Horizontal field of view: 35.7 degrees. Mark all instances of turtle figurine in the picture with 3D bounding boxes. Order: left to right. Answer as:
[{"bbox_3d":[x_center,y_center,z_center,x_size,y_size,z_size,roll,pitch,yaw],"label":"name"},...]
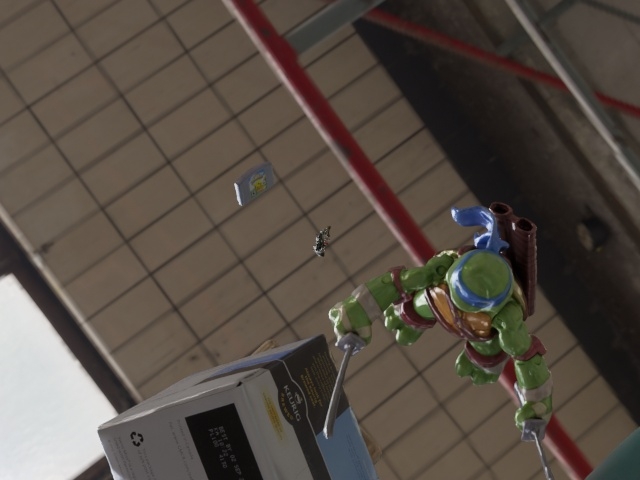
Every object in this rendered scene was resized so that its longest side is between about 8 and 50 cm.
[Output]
[{"bbox_3d":[0.108,0.112,0.914,0.266,0.198,0.274,56,-149,-81],"label":"turtle figurine"}]

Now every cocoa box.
[{"bbox_3d":[-0.071,0.327,1.232,0.228,0.231,0.347,-23,-88,-63],"label":"cocoa box"}]

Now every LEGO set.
[{"bbox_3d":[0.000,0.002,1.807,0.023,0.054,0.083,10,-171,7],"label":"LEGO set"}]

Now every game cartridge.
[{"bbox_3d":[-0.117,-0.105,1.786,0.017,0.083,0.056,27,142,38],"label":"game cartridge"}]

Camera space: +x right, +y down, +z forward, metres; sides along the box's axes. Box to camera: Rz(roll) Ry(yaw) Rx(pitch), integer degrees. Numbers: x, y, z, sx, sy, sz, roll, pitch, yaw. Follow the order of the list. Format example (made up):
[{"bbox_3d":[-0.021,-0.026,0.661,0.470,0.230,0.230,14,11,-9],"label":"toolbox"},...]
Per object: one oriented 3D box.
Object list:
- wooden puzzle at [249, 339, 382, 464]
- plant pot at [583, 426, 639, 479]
[{"bbox_3d":[-0.101,0.400,1.842,0.348,0.322,0.080,41,170,33],"label":"wooden puzzle"},{"bbox_3d":[0.427,0.293,1.025,0.293,0.235,0.293,37,152,23],"label":"plant pot"}]
